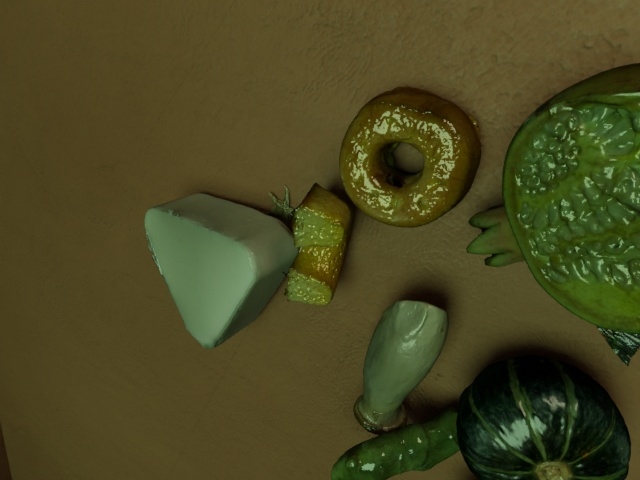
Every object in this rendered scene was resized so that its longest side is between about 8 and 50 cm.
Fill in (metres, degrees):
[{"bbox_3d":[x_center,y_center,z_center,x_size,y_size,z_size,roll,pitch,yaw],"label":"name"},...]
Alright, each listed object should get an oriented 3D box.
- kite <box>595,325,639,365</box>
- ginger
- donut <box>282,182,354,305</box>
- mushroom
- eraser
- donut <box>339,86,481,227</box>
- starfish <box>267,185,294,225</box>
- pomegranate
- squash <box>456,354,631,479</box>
[{"bbox_3d":[0.474,0.085,0.641,0.189,0.009,0.232,15,115,24],"label":"kite"},{"bbox_3d":[0.159,0.404,0.819,0.137,0.289,0.089,97,153,-63],"label":"ginger"},{"bbox_3d":[0.002,-0.006,0.790,0.101,0.152,0.259,15,138,9],"label":"donut"},{"bbox_3d":[0.145,0.237,0.812,0.128,0.128,0.350,23,124,20],"label":"mushroom"},{"bbox_3d":[-0.215,0.077,0.927,0.331,0.150,0.331,14,115,32],"label":"eraser"},{"bbox_3d":[0.137,-0.130,0.686,0.226,0.114,0.227,11,115,24],"label":"donut"},{"bbox_3d":[-0.074,-0.067,0.885,0.086,0.016,0.092,20,114,19],"label":"starfish"},{"bbox_3d":[0.368,-0.050,0.546,0.310,0.216,0.358,62,154,-4],"label":"pomegranate"},{"bbox_3d":[0.353,0.312,0.694,0.252,0.165,0.252,3,108,11],"label":"squash"}]
